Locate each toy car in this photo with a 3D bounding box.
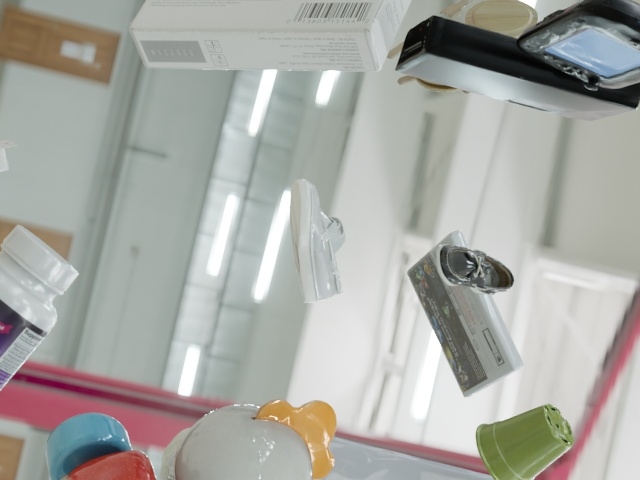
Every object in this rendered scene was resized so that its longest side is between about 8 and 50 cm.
[{"bbox_3d":[-0.076,0.220,1.167,0.238,0.210,0.219,-33,-145,4],"label":"toy car"}]

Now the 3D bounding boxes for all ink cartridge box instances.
[{"bbox_3d":[-0.037,-0.304,1.649,0.066,0.296,0.261,70,33,-44],"label":"ink cartridge box"},{"bbox_3d":[-0.393,-0.092,1.658,0.048,0.083,0.028,25,-52,59],"label":"ink cartridge box"}]

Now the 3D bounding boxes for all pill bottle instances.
[{"bbox_3d":[-0.334,0.083,1.431,0.193,0.108,0.108,-51,-170,-4],"label":"pill bottle"}]

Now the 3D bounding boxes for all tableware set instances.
[{"bbox_3d":[0.182,-0.226,1.692,0.194,0.128,0.039,-38,142,-31],"label":"tableware set"}]

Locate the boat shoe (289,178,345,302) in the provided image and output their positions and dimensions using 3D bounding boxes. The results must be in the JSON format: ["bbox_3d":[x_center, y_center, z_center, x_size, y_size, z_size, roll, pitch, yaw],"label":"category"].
[{"bbox_3d":[0.000,0.000,1.773,0.066,0.063,0.184,-113,-166,-57],"label":"boat shoe"}]

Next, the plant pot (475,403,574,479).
[{"bbox_3d":[0.217,0.209,1.486,0.079,0.083,0.083,-37,-149,26],"label":"plant pot"}]

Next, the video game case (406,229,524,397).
[{"bbox_3d":[0.184,0.098,1.853,0.190,0.022,0.173,65,-22,10],"label":"video game case"}]

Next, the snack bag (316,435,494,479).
[{"bbox_3d":[0.054,0.350,1.484,0.037,0.323,0.342,86,21,-48],"label":"snack bag"}]

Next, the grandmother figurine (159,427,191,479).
[{"bbox_3d":[-0.117,0.390,1.835,0.207,0.104,0.342,91,-23,-52],"label":"grandmother figurine"}]

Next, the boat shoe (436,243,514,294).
[{"bbox_3d":[0.163,0.031,1.513,0.038,0.125,0.046,-6,-111,33],"label":"boat shoe"}]

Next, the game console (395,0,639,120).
[{"bbox_3d":[0.206,-0.163,1.264,0.361,0.213,0.044,171,-68,-79],"label":"game console"}]
